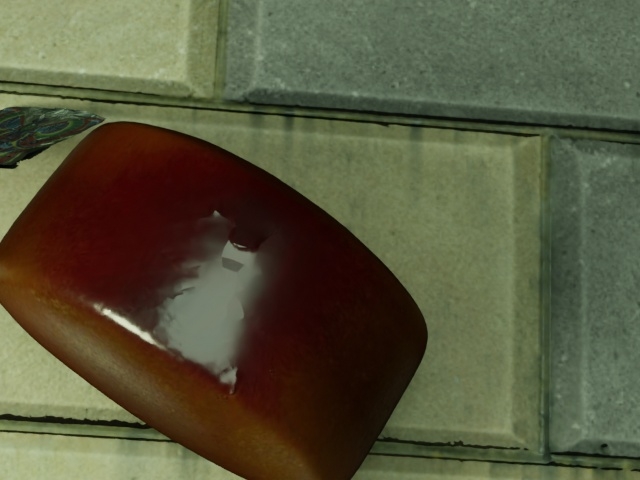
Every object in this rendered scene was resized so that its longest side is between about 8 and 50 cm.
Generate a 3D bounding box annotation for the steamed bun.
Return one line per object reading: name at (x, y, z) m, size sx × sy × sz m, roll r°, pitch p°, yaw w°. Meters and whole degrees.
steamed bun at (-0.096, 0.056, 1.559) m, size 0.379 × 0.248 × 0.235 m, roll 34°, pitch 73°, yaw 3°

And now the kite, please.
kite at (-0.336, -0.065, 1.588) m, size 0.285 × 0.152 × 0.015 m, roll -30°, pitch 118°, yaw -40°
